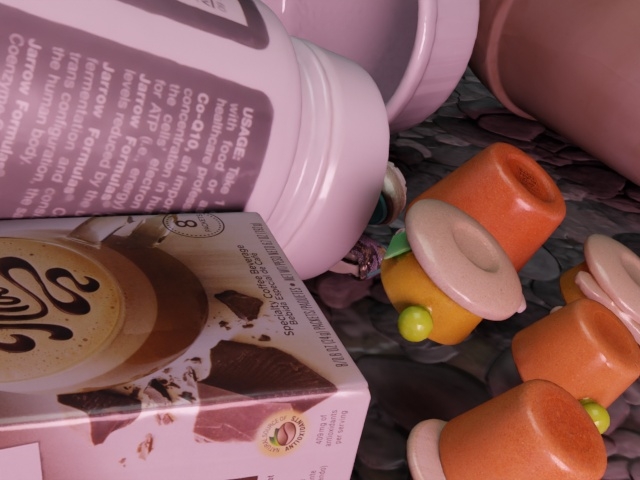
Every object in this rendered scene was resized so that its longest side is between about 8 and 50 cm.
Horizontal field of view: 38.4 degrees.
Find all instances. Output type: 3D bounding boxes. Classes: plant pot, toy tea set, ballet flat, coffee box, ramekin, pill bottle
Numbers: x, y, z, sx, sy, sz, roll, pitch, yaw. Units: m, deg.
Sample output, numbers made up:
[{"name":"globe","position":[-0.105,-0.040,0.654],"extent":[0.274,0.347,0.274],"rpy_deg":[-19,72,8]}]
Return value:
[{"name":"plant pot","position":[0.354,-0.199,0.972],"extent":[0.323,0.323,0.280],"rpy_deg":[-6,48,-27]},{"name":"toy tea set","position":[0.109,0.060,0.601],"extent":[0.200,0.124,0.336],"rpy_deg":[47,32,5]},{"name":"ballet flat","position":[0.037,-0.042,0.713],"extent":[0.052,0.057,0.168],"rpy_deg":[-29,7,-15]},{"name":"coffee box","position":[-0.151,0.077,0.432],"extent":[0.297,0.118,0.168],"rpy_deg":[-3,31,-23]},{"name":"ramekin","position":[0.018,-0.221,0.898],"extent":[0.277,0.277,0.135],"rpy_deg":[28,25,31]},{"name":"ballet flat","position":[0.000,0.000,0.717],"extent":[0.114,0.041,0.041],"rpy_deg":[27,32,31]},{"name":"pill bottle","position":[-0.143,-0.082,0.569],"extent":[0.361,0.204,0.204],"rpy_deg":[13,21,-39]}]
